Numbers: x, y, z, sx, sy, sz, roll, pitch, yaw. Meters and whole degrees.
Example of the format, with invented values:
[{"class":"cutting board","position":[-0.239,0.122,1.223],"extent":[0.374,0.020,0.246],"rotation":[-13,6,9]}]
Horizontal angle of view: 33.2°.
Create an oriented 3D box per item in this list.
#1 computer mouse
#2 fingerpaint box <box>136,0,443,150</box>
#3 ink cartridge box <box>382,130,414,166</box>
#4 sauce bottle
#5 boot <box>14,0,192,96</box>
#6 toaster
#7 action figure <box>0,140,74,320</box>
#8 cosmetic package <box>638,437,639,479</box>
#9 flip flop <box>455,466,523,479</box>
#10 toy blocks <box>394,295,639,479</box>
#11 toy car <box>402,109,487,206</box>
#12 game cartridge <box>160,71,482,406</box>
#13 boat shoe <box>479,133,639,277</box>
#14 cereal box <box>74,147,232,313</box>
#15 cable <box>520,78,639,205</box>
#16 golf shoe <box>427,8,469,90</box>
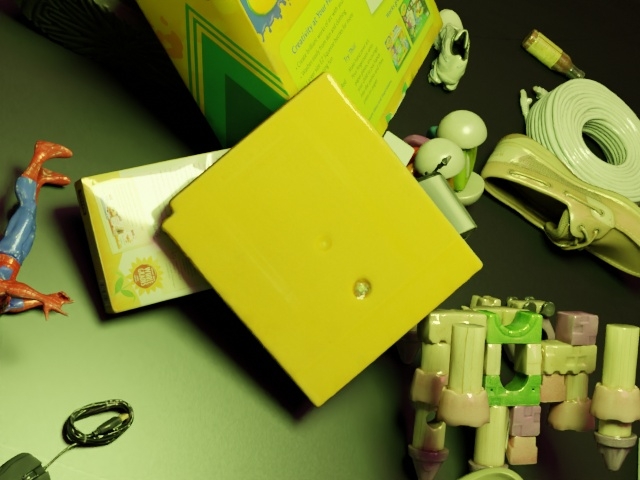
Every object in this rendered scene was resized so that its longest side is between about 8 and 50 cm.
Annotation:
[{"class":"computer mouse","position":[-0.300,0.249,1.201],"extent":[0.071,0.041,0.242],"rotation":[48,49,4]},{"class":"fingerpaint box","position":[-0.022,-0.326,1.521],"extent":[0.371,0.163,0.445],"rotation":[60,41,-34]},{"class":"ink cartridge box","position":[0.075,-0.087,1.569],"extent":[0.052,0.122,0.088],"rotation":[34,50,-4]},{"class":"sauce bottle","position":[0.431,-0.336,1.980],"extent":[0.128,0.042,0.042],"rotation":[38,50,-7]},{"class":"boot","position":[-0.254,-0.376,1.533],"extent":[0.348,0.131,0.260],"rotation":[24,59,-30]},{"class":"toaster","position":[0.111,-0.007,1.503],"extent":[0.168,0.186,0.110],"rotation":[-24,72,-39]},{"class":"action figure","position":[-0.330,0.020,1.276],"extent":[0.139,0.091,0.280],"rotation":[18,54,0]},{"class":"cosmetic package","position":[0.595,0.408,1.576],"extent":[0.224,0.138,0.224],"rotation":[25,53,-15]},{"class":"flip flop","position":[0.135,0.369,1.301],"extent":[0.277,0.080,0.112],"rotation":[-28,88,-4]},{"class":"toy blocks","position":[0.244,0.223,1.460],"extent":[0.288,0.309,0.260],"rotation":[1,95,-17]},{"class":"toy car","position":[0.172,-0.111,1.645],"extent":[0.136,0.159,0.182],"rotation":[17,46,25]},{"class":"game cartridge","position":[0.000,0.000,1.351],"extent":[0.285,0.052,0.324],"rotation":[-40,99,-3]},{"class":"boat shoe","position":[0.410,-0.033,1.748],"extent":[0.341,0.122,0.110],"rotation":[34,55,4]},{"class":"cereal box","position":[-0.176,-0.018,1.370],"extent":[0.240,0.047,0.173],"rotation":[-13,90,-26]},{"class":"cable","position":[0.478,-0.160,1.872],"extent":[0.257,0.089,0.257],"rotation":[15,56,-23]},{"class":"golf shoe","position":[0.233,-0.341,1.837],"extent":[0.069,0.086,0.176],"rotation":[17,54,-19]}]
